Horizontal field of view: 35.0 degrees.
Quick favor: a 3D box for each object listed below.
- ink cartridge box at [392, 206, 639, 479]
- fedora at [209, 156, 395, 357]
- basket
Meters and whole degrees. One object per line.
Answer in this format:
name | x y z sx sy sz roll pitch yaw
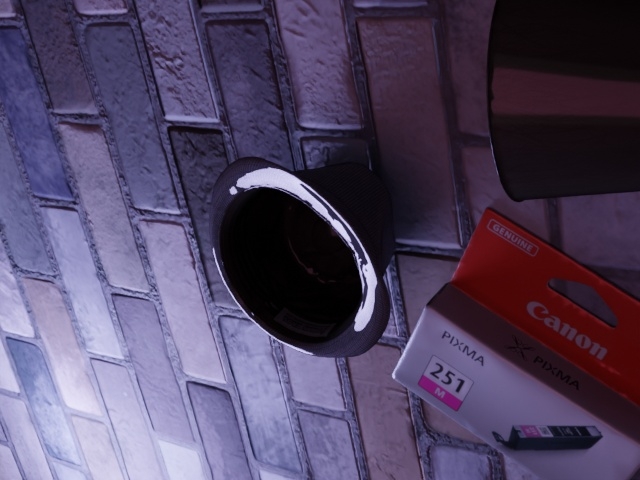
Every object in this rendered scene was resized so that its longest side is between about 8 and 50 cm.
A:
ink cartridge box | 0.234 0.132 1.068 0.275 0.060 0.239 33 134 15
fedora | 0.000 0.000 1.109 0.244 0.124 0.275 39 143 13
basket | 0.268 -0.118 0.819 0.227 0.154 0.204 7 123 29
